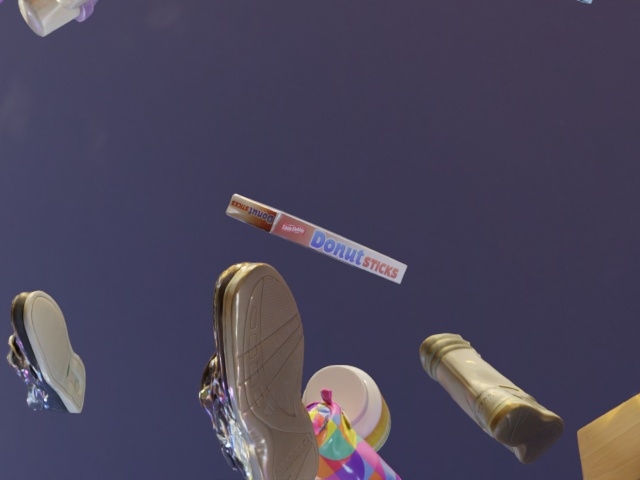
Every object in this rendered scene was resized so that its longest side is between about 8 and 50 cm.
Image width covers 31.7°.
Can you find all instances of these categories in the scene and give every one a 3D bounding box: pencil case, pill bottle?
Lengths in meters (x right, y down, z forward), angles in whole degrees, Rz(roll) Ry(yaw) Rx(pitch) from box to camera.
[{"bbox_3d":[0.047,0.314,1.494,0.104,0.104,0.236,-24,-68,37],"label":"pencil case"},{"bbox_3d":[0.036,0.250,1.652,0.117,0.208,0.118,-3,-110,9],"label":"pill bottle"}]

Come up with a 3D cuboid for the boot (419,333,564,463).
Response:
[{"bbox_3d":[0.221,0.202,1.458,0.077,0.213,0.165,-49,-125,3],"label":"boot"}]

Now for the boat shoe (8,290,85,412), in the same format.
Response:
[{"bbox_3d":[-0.339,0.139,1.342,0.079,0.233,0.084,4,-125,3],"label":"boat shoe"}]

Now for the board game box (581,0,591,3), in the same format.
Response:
[{"bbox_3d":[0.236,-0.363,1.144,0.144,0.275,0.142,19,-60,4],"label":"board game box"}]

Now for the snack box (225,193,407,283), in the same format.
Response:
[{"bbox_3d":[0.000,0.000,1.007,0.064,0.178,0.022,23,-90,45],"label":"snack box"}]

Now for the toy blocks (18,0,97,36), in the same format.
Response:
[{"bbox_3d":[-0.191,-0.372,0.999,0.289,0.260,0.309,56,-24,-10],"label":"toy blocks"}]

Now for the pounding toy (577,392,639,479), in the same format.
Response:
[{"bbox_3d":[0.277,0.172,0.775,0.130,0.141,0.100,-40,-155,30],"label":"pounding toy"}]

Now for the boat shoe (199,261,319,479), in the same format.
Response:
[{"bbox_3d":[-0.069,0.140,1.070,0.092,0.103,0.285,16,-47,33],"label":"boat shoe"}]

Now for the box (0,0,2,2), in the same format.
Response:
[{"bbox_3d":[-0.188,-0.218,0.510,0.201,0.057,0.293,37,-99,9],"label":"box"}]
